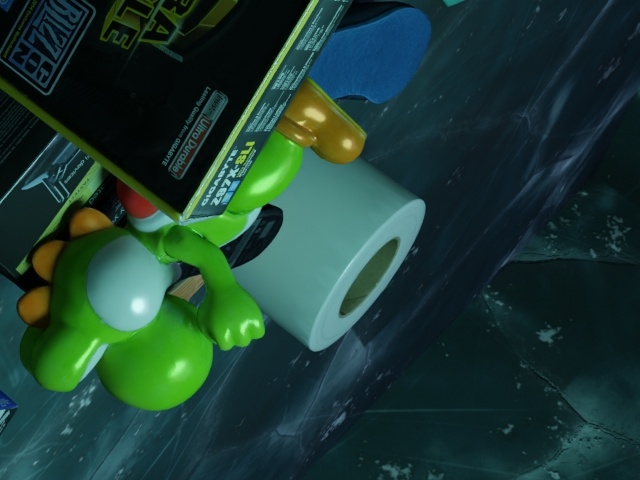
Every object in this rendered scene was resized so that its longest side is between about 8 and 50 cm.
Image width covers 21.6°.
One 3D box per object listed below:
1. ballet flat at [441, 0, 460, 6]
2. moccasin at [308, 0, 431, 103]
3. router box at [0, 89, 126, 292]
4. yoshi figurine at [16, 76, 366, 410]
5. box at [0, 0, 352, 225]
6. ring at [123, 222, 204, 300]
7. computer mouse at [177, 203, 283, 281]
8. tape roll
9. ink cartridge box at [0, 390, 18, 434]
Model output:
[{"bbox_3d":[0.243,-0.395,2.204,0.083,0.087,0.247,-27,150,-60],"label":"ballet flat"},{"bbox_3d":[0.013,-0.227,1.854,0.342,0.116,0.138,-9,122,-62],"label":"moccasin"},{"bbox_3d":[-0.206,-0.107,1.507,0.309,0.081,0.243,-51,165,-10],"label":"router box"},{"bbox_3d":[-0.113,0.010,1.537,0.362,0.203,0.203,-49,173,-3],"label":"yoshi figurine"},{"bbox_3d":[-0.105,-0.216,1.234,0.322,0.257,0.079,-57,163,16],"label":"box"},{"bbox_3d":[-0.159,-0.018,1.949,0.336,0.032,0.336,-49,165,-18],"label":"ring"},{"bbox_3d":[-0.132,-0.028,1.844,0.262,0.060,0.184,-20,150,-44],"label":"computer mouse"},{"bbox_3d":[0.000,0.000,2.200,0.246,0.169,0.246,-48,163,-19],"label":"tape roll"},{"bbox_3d":[-0.407,0.247,1.763,0.207,0.046,0.097,-56,163,11],"label":"ink cartridge box"}]
